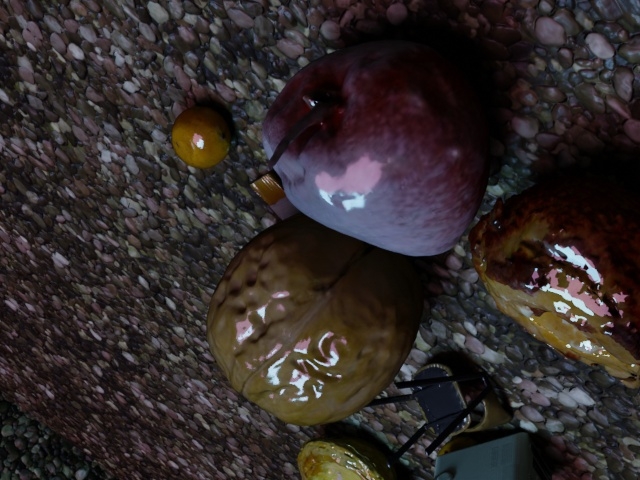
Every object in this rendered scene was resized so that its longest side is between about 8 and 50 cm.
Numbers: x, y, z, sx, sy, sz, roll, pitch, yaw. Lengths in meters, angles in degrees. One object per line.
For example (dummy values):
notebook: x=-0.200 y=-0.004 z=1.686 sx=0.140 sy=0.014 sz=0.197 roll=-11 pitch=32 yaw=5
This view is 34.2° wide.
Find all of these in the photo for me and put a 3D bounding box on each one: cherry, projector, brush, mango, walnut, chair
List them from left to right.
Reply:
mango: x=-0.221 y=-0.182 z=1.916 sx=0.115 sy=0.089 sz=0.165 roll=37 pitch=150 yaw=7
walnut: x=-0.012 y=0.139 z=1.849 sx=0.398 sy=0.308 sz=0.354 roll=-45 pitch=76 yaw=21
brush: x=0.000 y=0.000 z=1.975 sx=0.336 sy=0.020 sz=0.085 roll=47 pitch=145 yaw=-12
cherry: x=0.081 y=-0.127 z=1.504 sx=0.326 sy=0.291 sz=0.335 roll=6 pitch=152 yaw=16
chair: x=0.231 y=0.322 z=1.996 sx=0.172 sy=0.247 sz=0.159 roll=63 pitch=147 yaw=8
mango: x=0.298 y=0.483 z=2.186 sx=0.115 sy=0.090 sz=0.178 roll=1 pitch=129 yaw=28
projector: x=0.324 y=0.503 z=2.034 sx=0.243 sy=0.177 sz=0.163 roll=-24 pitch=115 yaw=25

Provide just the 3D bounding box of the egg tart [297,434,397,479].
egg tart: x=0.084 y=0.554 z=2.455 sx=0.294 sy=0.123 sz=0.294 roll=22 pitch=141 yaw=20

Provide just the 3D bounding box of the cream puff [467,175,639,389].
cream puff: x=0.380 y=0.036 z=1.452 sx=0.350 sy=0.228 sz=0.350 roll=32 pitch=170 yaw=6
